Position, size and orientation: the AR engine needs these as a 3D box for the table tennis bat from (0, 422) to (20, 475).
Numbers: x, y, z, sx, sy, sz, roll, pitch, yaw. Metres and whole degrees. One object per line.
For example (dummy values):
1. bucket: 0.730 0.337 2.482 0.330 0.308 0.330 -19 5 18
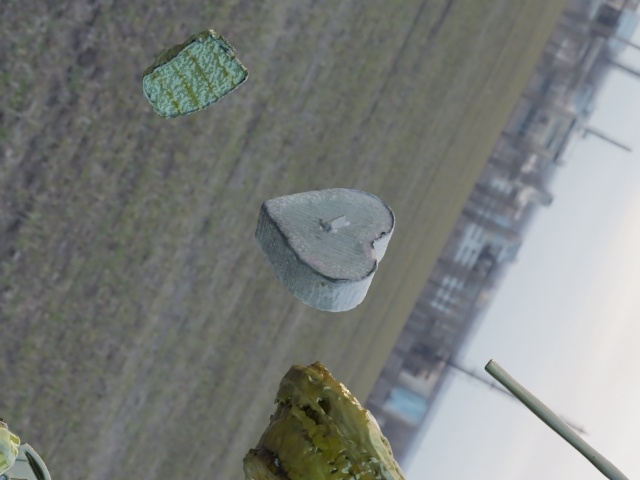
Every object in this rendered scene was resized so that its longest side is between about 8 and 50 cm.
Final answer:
1. table tennis bat: -0.376 0.244 0.882 0.369 0.054 0.224 -37 155 -9

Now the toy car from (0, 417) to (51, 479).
1. toy car: -0.417 0.291 1.254 0.198 0.248 0.204 -33 -126 44

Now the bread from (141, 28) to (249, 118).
1. bread: -0.178 -0.252 1.813 0.156 0.103 0.110 -22 -161 17

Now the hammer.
1. hammer: 0.233 0.180 1.161 0.013 0.199 0.062 -55 165 28

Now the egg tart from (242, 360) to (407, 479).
1. egg tart: 0.003 0.276 1.358 0.123 0.294 0.294 -26 158 -19

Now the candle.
1. candle: 0.000 0.000 1.546 0.192 0.168 0.068 -59 167 -51
